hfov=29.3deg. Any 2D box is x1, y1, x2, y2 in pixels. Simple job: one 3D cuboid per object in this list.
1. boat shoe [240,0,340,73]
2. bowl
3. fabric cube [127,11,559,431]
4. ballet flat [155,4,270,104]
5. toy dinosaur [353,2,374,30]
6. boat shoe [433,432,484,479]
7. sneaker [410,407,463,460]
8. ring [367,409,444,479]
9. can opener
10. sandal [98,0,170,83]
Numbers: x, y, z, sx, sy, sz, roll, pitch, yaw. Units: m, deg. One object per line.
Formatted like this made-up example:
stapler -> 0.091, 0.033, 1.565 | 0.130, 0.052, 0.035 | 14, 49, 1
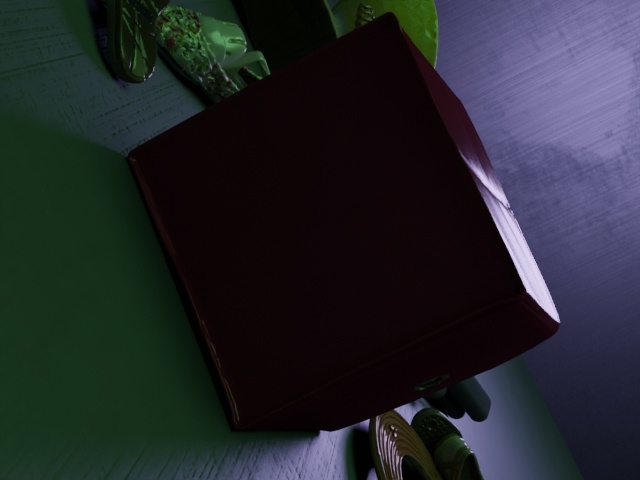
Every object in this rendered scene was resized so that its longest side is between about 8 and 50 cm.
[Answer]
boat shoe -> -0.058, -0.357, 1.791 | 0.341, 0.122, 0.110 | 63, 12, 4
bowl -> 0.061, -0.314, 2.074 | 0.156, 0.289, 0.289 | 6, 44, -24
fabric cube -> 0.034, 0.004, 1.057 | 0.259, 0.254, 0.258 | 67, 11, 15
ballet flat -> -0.104, -0.194, 1.327 | 0.241, 0.077, 0.091 | 44, 24, -59
toy dinosaur -> 0.095, -0.173, 1.726 | 0.218, 0.164, 0.321 | 14, 86, -59
boat shoe -> 0.179, 0.304, 1.489 | 0.048, 0.056, 0.153 | 31, -39, 53
sneaker -> 0.150, 0.270, 1.536 | 0.188, 0.066, 0.071 | 61, -8, -32
ring -> 0.124, 0.336, 1.307 | 0.336, 0.032, 0.336 | 61, 11, -21
can opener -> 0.166, 0.209, 1.746 | 0.283, 0.076, 0.095 | 51, 49, -50
sandal -> -0.179, -0.211, 1.119 | 0.072, 0.049, 0.180 | 45, 35, -43
